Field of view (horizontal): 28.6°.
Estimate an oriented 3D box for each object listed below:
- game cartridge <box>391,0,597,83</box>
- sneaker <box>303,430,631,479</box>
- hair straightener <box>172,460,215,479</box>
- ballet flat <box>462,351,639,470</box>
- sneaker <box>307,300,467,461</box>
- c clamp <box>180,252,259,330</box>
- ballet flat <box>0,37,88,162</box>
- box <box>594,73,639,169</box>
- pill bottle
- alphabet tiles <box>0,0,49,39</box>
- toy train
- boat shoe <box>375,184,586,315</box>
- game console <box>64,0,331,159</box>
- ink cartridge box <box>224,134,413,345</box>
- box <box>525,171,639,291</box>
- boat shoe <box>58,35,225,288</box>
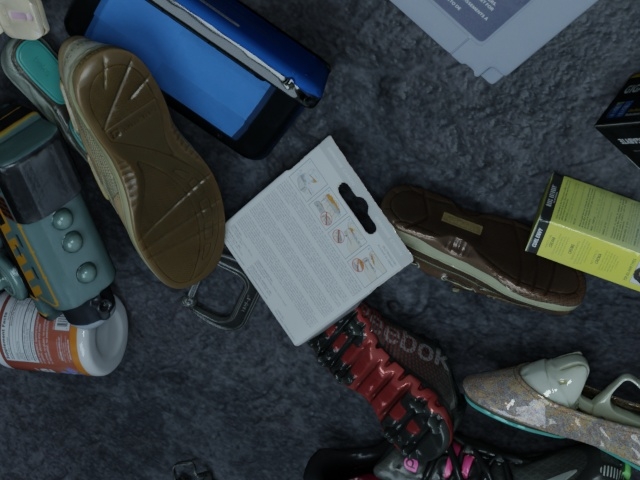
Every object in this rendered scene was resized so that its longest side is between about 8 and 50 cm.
[{"bbox_3d":[0.131,-0.306,1.239,0.294,0.060,0.196,40,136,-13],"label":"game cartridge"},{"bbox_3d":[0.178,0.340,1.686,0.482,0.185,0.202,-13,126,31],"label":"sneaker"},{"bbox_3d":[-0.220,0.434,2.032,0.089,0.047,0.230,18,133,8],"label":"hair straightener"},{"bbox_3d":[0.338,0.201,1.569,0.316,0.107,0.106,20,114,0],"label":"ballet flat"},{"bbox_3d":[0.086,0.152,1.622,0.276,0.135,0.098,48,127,11],"label":"sneaker"},{"bbox_3d":[-0.146,0.056,1.696,0.137,0.022,0.161,19,132,0],"label":"c clamp"},{"bbox_3d":[-0.311,-0.167,1.552,0.213,0.072,0.068,51,156,-21],"label":"ballet flat"},{"bbox_3d":[0.433,-0.059,1.177,0.257,0.079,0.322,39,173,-12],"label":"box"},{"bbox_3d":[-0.393,0.127,1.791,0.216,0.121,0.121,2,129,23],"label":"pill bottle"},{"bbox_3d":[-0.386,-0.359,1.382,0.278,0.021,0.284,12,126,38],"label":"alphabet tiles"},{"bbox_3d":[-0.364,-0.029,1.598,0.190,0.142,0.334,26,143,43],"label":"toy train"},{"bbox_3d":[0.185,0.021,1.482,0.257,0.095,0.095,28,147,8],"label":"boat shoe"},{"bbox_3d":[-0.154,-0.199,1.381,0.293,0.250,0.173,33,107,-7],"label":"game console"},{"bbox_3d":[0.000,0.000,1.520,0.224,0.056,0.181,-38,83,35],"label":"ink cartridge box"},{"bbox_3d":[0.351,0.006,1.390,0.232,0.087,0.058,19,136,6],"label":"box"},{"bbox_3d":[-0.212,-0.094,1.506,0.110,0.121,0.341,35,151,50],"label":"boat shoe"}]
